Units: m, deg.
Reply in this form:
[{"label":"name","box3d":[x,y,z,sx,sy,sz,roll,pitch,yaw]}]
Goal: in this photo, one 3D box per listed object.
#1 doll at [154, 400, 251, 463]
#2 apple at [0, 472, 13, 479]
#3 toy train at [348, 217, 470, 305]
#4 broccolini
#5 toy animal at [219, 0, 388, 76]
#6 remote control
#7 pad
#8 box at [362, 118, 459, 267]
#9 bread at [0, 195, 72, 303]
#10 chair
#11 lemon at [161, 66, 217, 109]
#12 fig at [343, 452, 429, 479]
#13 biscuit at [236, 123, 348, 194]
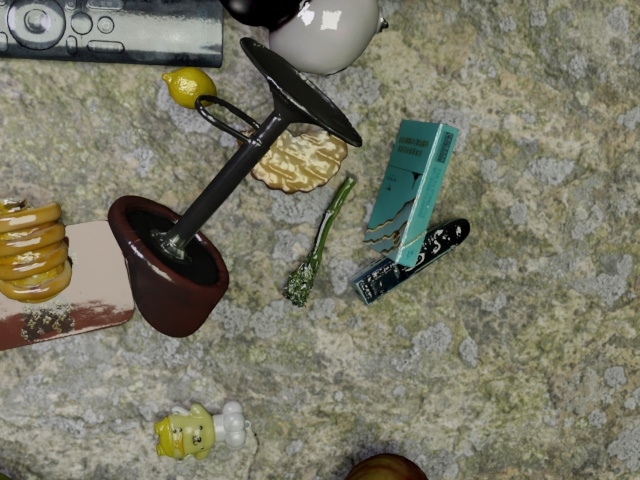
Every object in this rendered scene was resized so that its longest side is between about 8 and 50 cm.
[{"label":"doll","box3d":[-0.196,0.321,1.348,0.162,0.062,0.106,-7,107,-16]},{"label":"apple","box3d":[-0.556,0.468,1.186,0.279,0.279,0.279,-3,101,-16]},{"label":"toy train","box3d":[0.160,0.028,1.404,0.234,0.051,0.052,-33,108,-12]},{"label":"broccolini","box3d":[0.000,0.000,1.360,0.239,0.051,0.054,-66,153,-2]},{"label":"toy animal","box3d":[-0.022,-0.361,1.215,0.235,0.165,0.187,37,92,-22]},{"label":"remote control","box3d":[-0.334,-0.319,1.193,0.377,0.044,0.107,-1,93,-17]},{"label":"pad","box3d":[-0.438,0.073,1.259,0.267,0.004,0.181,-12,103,-14]},{"label":"box","box3d":[0.145,-0.083,1.319,0.041,0.162,0.229,16,95,-18]},{"label":"bread","box3d":[-0.439,0.012,1.203,0.119,0.084,0.177,-13,108,-13]},{"label":"chair","box3d":[-0.149,-0.069,1.168,0.226,0.226,0.401,36,106,-20]},{"label":"lemon","box3d":[-0.202,-0.237,1.237,0.092,0.065,0.065,23,93,-24]},{"label":"fig","box3d":[0.065,0.528,1.419,0.321,0.217,0.217,-35,110,16]},{"label":"biscuit","box3d":[-0.048,-0.135,1.306,0.183,0.061,0.118,1,102,-15]}]
